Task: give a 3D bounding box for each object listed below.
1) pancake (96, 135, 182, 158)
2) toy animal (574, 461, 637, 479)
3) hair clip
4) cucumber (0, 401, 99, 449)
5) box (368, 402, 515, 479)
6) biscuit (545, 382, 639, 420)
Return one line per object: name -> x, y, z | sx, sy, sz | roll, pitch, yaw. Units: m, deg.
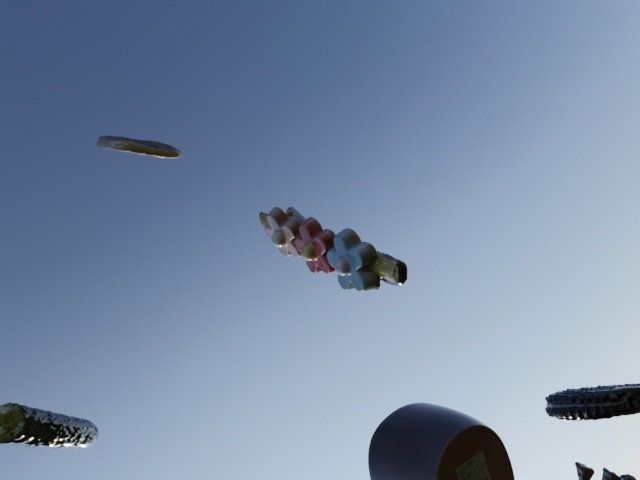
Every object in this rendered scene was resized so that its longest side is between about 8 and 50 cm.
pancake -> -0.330, -0.172, 0.878 | 0.151, 0.151, 0.025 | -2, -75, -45
toy animal -> 0.243, 0.328, 0.438 | 0.275, 0.054, 0.149 | -49, -57, -28
hair clip -> -0.006, 0.003, 0.454 | 0.056, 0.214, 0.062 | -24, -62, -22
cucumber -> -0.399, 0.287, 0.716 | 0.214, 0.058, 0.052 | 69, -164, -60
box -> 0.283, 0.537, 1.088 | 0.301, 0.216, 0.301 | 6, -102, -28
biscuit -> 0.519, 0.300, 0.890 | 0.194, 0.194, 0.053 | 13, -116, -46
